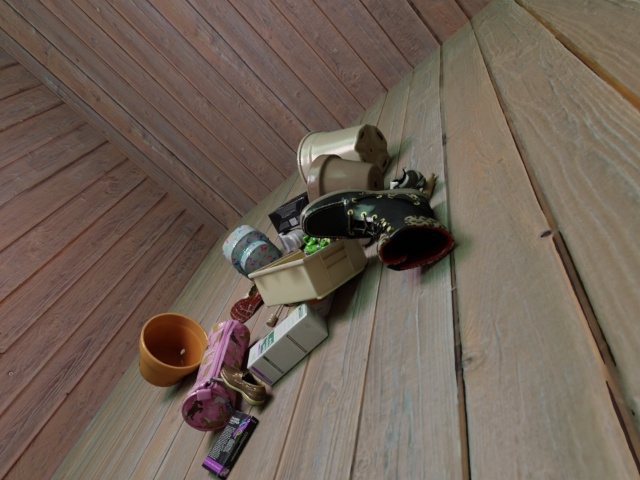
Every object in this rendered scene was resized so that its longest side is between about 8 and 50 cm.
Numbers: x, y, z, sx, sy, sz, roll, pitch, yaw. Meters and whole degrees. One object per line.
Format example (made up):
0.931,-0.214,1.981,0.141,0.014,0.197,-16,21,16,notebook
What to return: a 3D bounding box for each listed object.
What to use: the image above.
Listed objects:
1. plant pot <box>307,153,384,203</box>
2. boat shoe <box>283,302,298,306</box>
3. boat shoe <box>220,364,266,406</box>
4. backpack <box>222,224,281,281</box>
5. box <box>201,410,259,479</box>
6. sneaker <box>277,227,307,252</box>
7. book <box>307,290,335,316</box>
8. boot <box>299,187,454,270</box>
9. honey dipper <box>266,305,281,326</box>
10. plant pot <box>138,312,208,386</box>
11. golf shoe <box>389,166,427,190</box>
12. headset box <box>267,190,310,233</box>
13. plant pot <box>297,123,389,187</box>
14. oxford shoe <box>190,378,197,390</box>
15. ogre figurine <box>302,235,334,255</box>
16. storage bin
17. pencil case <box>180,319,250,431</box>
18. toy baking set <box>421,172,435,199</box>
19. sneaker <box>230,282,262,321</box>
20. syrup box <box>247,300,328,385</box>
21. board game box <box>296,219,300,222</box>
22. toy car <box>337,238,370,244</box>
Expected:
0.110,-0.210,1.611,0.229,0.263,0.263,0,44,34,plant pot
-0.121,0.187,1.516,0.095,0.095,0.257,-39,7,12,boat shoe
-0.215,0.396,1.193,0.177,0.064,0.060,23,102,38,boat shoe
-0.333,0.059,2.028,0.225,0.253,0.191,-48,37,-9,backpack
-0.238,0.536,1.115,0.116,0.029,0.162,-20,33,54,box
-0.116,-0.005,1.968,0.115,0.105,0.281,-27,13,-17,sneaker
0.000,0.187,1.328,0.096,0.035,0.144,-29,24,35,book
0.140,-0.033,1.109,0.376,0.138,0.284,-5,25,-5,boot
-0.155,0.250,1.557,0.030,0.030,0.161,-31,21,40,honey dipper
-0.652,0.488,1.819,0.204,0.290,0.291,-55,11,28,plant pot
0.238,-0.140,1.317,0.198,0.093,0.077,-54,17,9,golf shoe
-0.082,-0.160,2.014,0.218,0.110,0.293,-22,12,29,headset box
0.120,-0.366,1.863,0.305,0.334,0.334,-10,38,46,plant pot
-0.418,0.526,1.505,0.212,0.076,0.076,-63,20,0,oxford shoe
0.000,0.000,1.641,0.118,0.097,0.197,-25,36,24,ogre figurine
-0.030,0.089,1.295,0.262,0.123,0.260,-19,7,45,storage bin
-0.327,0.418,1.368,0.167,0.160,0.386,-38,18,13,pencil case
0.293,-0.148,1.387,0.196,0.030,0.256,-26,26,48,toy baking set
-0.292,0.260,1.797,0.225,0.088,0.093,-45,-3,5,sneaker
-0.095,0.293,1.205,0.237,0.096,0.093,-42,16,10,syrup box
-0.010,-0.064,1.632,0.168,0.133,0.033,-20,67,61,board game box
0.117,-0.053,1.447,0.182,0.159,0.136,-56,-17,-28,toy car
